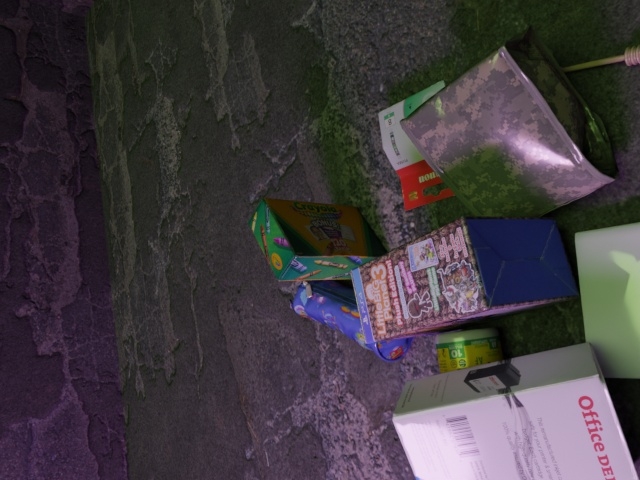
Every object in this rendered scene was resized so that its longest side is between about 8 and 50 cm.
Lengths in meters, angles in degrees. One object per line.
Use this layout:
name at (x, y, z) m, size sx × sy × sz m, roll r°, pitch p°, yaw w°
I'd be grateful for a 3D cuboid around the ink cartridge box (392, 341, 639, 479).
ink cartridge box at (0.300, 0.311, 0.865) m, size 0.307 × 0.129 × 0.223 m, roll -19°, pitch 97°, yaw 23°

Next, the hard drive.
hard drive at (0.551, 0.076, 0.777) m, size 0.353 × 0.047 × 0.233 m, roll -13°, pitch 74°, yaw 46°

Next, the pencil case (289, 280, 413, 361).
pencil case at (0.065, 0.160, 1.251) m, size 0.306 × 0.133 × 0.119 m, roll 20°, pitch 69°, yaw 45°

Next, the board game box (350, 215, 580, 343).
board game box at (0.237, 0.073, 0.963) m, size 0.291 × 0.232 × 0.141 m, roll -31°, pitch 66°, yaw 52°

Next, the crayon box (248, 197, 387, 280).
crayon box at (0.000, 0.000, 1.220) m, size 0.081 × 0.278 × 0.165 m, roll -54°, pitch 52°, yaw 32°

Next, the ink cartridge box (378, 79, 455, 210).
ink cartridge box at (0.214, -0.193, 1.166) m, size 0.181 × 0.056 × 0.225 m, roll -17°, pitch 73°, yaw 46°

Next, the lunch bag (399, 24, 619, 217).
lunch bag at (0.325, -0.168, 0.948) m, size 0.287 × 0.169 × 0.235 m, roll 54°, pitch 137°, yaw -4°

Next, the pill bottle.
pill bottle at (0.282, 0.269, 1.016) m, size 0.117 × 0.117 × 0.208 m, roll -18°, pitch 74°, yaw 45°

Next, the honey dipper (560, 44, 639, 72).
honey dipper at (0.460, -0.293, 0.919) m, size 0.160 × 0.030 × 0.030 m, roll 2°, pitch 89°, yaw 49°
